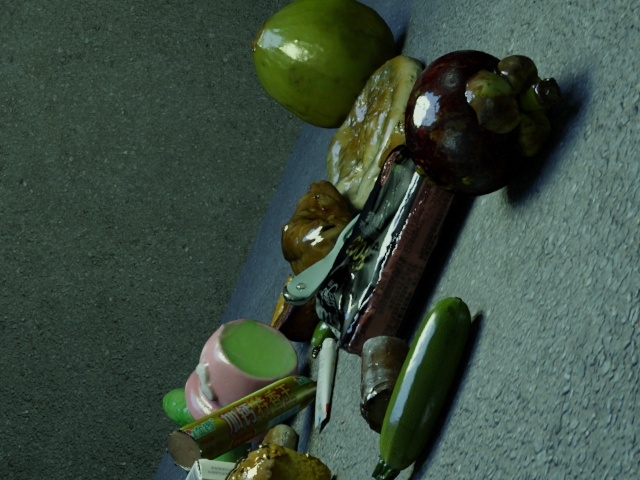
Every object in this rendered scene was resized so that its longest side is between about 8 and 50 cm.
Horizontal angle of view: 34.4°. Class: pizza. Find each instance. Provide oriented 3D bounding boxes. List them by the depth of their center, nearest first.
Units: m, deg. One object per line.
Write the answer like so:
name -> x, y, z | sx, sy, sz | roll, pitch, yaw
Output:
pizza -> 0.176, -0.222, 1.941 | 0.199, 0.062, 0.188 | -62, 1, -16

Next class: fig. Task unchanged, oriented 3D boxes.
fig -> -0.001, -0.451, 2.540 | 0.343, 0.343, 0.343 | -157, 90, -80

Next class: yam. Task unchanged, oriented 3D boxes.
yam -> 0.092, 0.193, 1.407 | 0.141, 0.079, 0.079 | -83, 19, -60

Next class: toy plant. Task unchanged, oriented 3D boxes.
toy plant -> -0.188, 0.321, 2.116 | 0.317, 0.211, 0.356 | 50, 139, 33

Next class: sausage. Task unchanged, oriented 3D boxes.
sausage -> -0.113, 0.305, 1.806 | 0.371, 0.082, 0.082 | -19, -35, -52

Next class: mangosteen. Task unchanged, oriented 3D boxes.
mangosteen -> 0.216, -0.155, 1.321 | 0.217, 0.192, 0.192 | -9, 53, 40

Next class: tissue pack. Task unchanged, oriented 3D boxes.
tissue pack -> 0.105, 0.012, 1.607 | 0.245, 0.123, 0.332 | -121, 55, -81

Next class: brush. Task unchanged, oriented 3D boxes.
brush -> 0.043, 0.029, 1.798 | 0.297, 0.068, 0.060 | -41, -36, -29

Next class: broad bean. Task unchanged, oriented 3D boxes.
broad bean -> 0.044, 0.113, 1.908 | 0.254, 0.046, 0.065 | -60, 1, 30

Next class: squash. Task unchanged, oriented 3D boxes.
squash -> 0.126, 0.187, 1.280 | 0.066, 0.066, 0.252 | -175, 107, -79

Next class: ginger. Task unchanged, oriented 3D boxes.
ginger -> 0.000, 0.000, 2.046 | 0.321, 0.165, 0.172 | -107, 24, -67

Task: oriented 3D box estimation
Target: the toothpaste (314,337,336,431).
toothpaste -> 0.009, 0.252, 1.844 | 0.048, 0.031, 0.190 | -55, 19, 40

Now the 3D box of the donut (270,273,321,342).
donut -> -0.044, 0.149, 2.180 | 0.217, 0.085, 0.141 | -115, 48, -78

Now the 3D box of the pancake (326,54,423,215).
pancake -> 0.105, -0.224, 2.228 | 0.387, 0.082, 0.387 | -59, 17, 31

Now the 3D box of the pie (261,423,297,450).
pie -> -0.098, 0.439, 1.931 | 0.195, 0.046, 0.195 | -61, 12, 22

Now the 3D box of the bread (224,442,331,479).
bread -> -0.087, 0.446, 1.581 | 0.260, 0.160, 0.147 | -59, 21, 25

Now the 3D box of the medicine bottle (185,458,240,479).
medicine bottle -> -0.137, 0.441, 1.691 | 0.171, 0.201, 0.052 | -63, 29, 28
